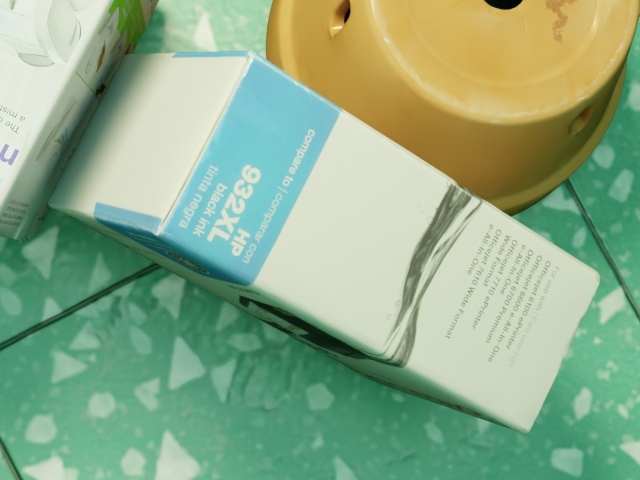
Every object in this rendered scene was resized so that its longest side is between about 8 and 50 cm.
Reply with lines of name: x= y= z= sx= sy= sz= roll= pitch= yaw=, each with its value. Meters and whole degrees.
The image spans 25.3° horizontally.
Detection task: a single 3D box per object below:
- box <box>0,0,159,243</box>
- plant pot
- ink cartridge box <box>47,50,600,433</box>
box: x=-0.210 y=-0.125 z=0.984 sx=0.127 sy=0.262 sz=0.231 roll=28 pitch=88 yaw=-5
plant pot: x=0.112 y=-0.166 z=1.078 sx=0.291 sy=0.203 sz=0.290 roll=1 pitch=82 yaw=-8
ink cartridge box: x=0.000 y=0.000 z=0.982 sx=0.307 sy=0.223 sz=0.129 roll=30 pitch=81 yaw=-27
